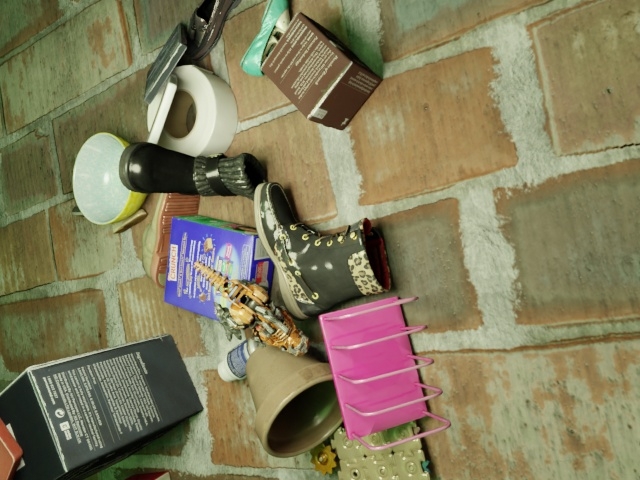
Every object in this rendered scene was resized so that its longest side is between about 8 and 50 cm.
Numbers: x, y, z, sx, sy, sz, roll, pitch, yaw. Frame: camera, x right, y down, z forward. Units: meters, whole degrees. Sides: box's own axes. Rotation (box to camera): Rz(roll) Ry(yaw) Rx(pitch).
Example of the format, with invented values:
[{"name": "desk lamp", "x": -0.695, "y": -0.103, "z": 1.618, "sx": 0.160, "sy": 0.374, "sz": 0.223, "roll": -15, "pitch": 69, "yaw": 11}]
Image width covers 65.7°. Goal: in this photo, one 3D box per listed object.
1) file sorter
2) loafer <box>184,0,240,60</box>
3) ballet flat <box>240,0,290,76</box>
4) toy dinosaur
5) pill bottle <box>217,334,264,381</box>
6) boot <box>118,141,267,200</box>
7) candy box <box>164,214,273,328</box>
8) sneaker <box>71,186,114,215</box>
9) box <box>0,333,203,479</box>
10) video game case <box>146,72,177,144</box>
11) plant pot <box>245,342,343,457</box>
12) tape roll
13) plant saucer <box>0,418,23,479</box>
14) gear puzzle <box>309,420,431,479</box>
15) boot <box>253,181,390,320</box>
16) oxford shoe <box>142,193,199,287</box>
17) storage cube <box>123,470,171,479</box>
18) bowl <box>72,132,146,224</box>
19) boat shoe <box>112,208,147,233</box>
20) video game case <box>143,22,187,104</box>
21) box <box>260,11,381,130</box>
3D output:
[{"name": "file sorter", "x": 0.144, "y": 0.282, "z": 1.098, "sx": 0.182, "sy": 0.202, "sz": 0.290, "roll": 142, "pitch": 115, "yaw": -73}, {"name": "loafer", "x": -0.327, "y": -0.666, "z": 1.440, "sx": 0.302, "sy": 0.095, "sz": 0.109, "roll": -47, "pitch": 69, "yaw": 24}, {"name": "ballet flat", "x": -0.128, "y": -0.559, "z": 1.347, "sx": 0.087, "sy": 0.083, "sz": 0.247, "roll": 31, "pitch": 109, "yaw": 1}, {"name": "toy dinosaur", "x": -0.164, "y": 0.158, "z": 1.208, "sx": 0.322, "sy": 0.164, "sz": 0.218, "roll": 62, "pitch": 159, "yaw": -6}, {"name": "pill bottle", "x": -0.216, "y": 0.341, "z": 1.423, "sx": 0.169, "sy": 0.094, "sz": 0.094, "roll": -36, "pitch": 74, "yaw": 27}, {"name": "boot", "x": -0.316, "y": -0.177, "z": 1.295, "sx": 0.260, "sy": 0.348, "sz": 0.131, "roll": 7, "pitch": 95, "yaw": 21}, {"name": "candy box", "x": -0.297, "y": 0.081, "z": 1.444, "sx": 0.317, "sy": 0.122, "sz": 0.268, "roll": 13, "pitch": 100, "yaw": 29}, {"name": "sneaker", "x": -0.791, "y": -0.148, "z": 1.762, "sx": 0.222, "sy": 0.083, "sz": 0.118, "roll": -7, "pitch": 83, "yaw": 22}, {"name": "box", "x": -0.720, "y": 0.552, "z": 1.517, "sx": 0.480, "sy": 0.472, "sz": 0.297, "roll": -37, "pitch": 75, "yaw": 27}, {"name": "video game case", "x": -0.448, "y": -0.345, "z": 1.383, "sx": 0.227, "sy": 0.026, "sz": 0.206, "roll": -64, "pitch": 24, "yaw": 17}, {"name": "plant pot", "x": -0.081, "y": 0.374, "z": 1.271, "sx": 0.229, "sy": 0.263, "sz": 0.263, "roll": 44, "pitch": 114, "yaw": 43}, {"name": "tape roll", "x": -0.387, "y": -0.372, "z": 1.490, "sx": 0.286, "sy": 0.100, "sz": 0.286, "roll": 2, "pitch": 93, "yaw": 32}, {"name": "plant saucer", "x": -0.888, "y": 0.567, "z": 1.316, "sx": 0.259, "sy": 0.048, "sz": 0.258, "roll": 37, "pitch": 110, "yaw": 22}, {"name": "gear puzzle", "x": 0.117, "y": 0.551, "z": 1.264, "sx": 0.339, "sy": 0.044, "sz": 0.175, "roll": -22, "pitch": 74, "yaw": 29}, {"name": "boot", "x": 0.000, "y": 0.000, "z": 1.251, "sx": 0.284, "sy": 0.138, "sz": 0.377, "roll": -18, "pitch": 87, "yaw": 32}, {"name": "oxford shoe", "x": -0.491, "y": -0.056, "z": 1.547, "sx": 0.146, "sy": 0.140, "sz": 0.397, "roll": 26, "pitch": 104, "yaw": 33}, {"name": "storage cube", "x": -0.607, "y": 0.895, "z": 1.634, "sx": 0.193, "sy": 0.184, "sz": 0.215, "roll": -20, "pitch": 82, "yaw": 30}, {"name": "bowl", "x": -0.652, "y": -0.195, "z": 1.621, "sx": 0.289, "sy": 0.156, "sz": 0.289, "roll": 1, "pitch": 91, "yaw": 30}, {"name": "boat shoe", "x": -0.659, "y": -0.077, "z": 1.688, "sx": 0.170, "sy": 0.063, "sz": 0.059, "roll": -24, "pitch": 86, "yaw": 30}, {"name": "video game case", "x": -0.458, "y": -0.530, "z": 1.465, "sx": 0.196, "sy": 0.026, "sz": 0.274, "roll": -49, "pitch": 32, "yaw": 18}, {"name": "box", "x": 0.002, "y": -0.407, "z": 1.213, "sx": 0.203, "sy": 0.168, "sz": 0.167, "roll": 49, "pitch": 114, "yaw": 19}]
